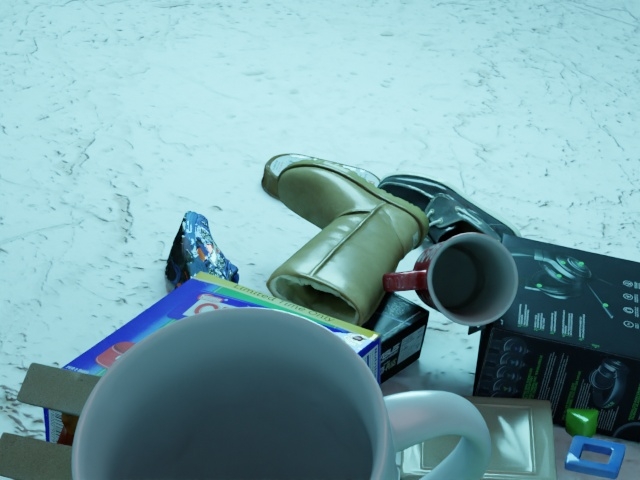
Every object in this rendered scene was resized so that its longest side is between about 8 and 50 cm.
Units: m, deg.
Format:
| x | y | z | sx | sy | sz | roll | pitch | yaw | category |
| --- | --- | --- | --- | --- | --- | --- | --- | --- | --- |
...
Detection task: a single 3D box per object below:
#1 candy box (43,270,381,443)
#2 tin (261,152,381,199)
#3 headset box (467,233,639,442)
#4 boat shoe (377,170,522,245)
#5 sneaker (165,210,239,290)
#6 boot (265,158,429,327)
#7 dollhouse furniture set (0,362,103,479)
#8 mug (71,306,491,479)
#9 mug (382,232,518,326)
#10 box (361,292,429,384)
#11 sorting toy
| x | y | z | sx | sy | sz | roll | pitch | yaw | category |
| --- | --- | --- | --- | --- | --- | --- | --- | --- | --- |
| -0.117 | 0.178 | 1.832 | 0.268 | 0.122 | 0.317 | 17 | 28 | 25 | candy box |
| 0.004 | -0.085 | 2.417 | 0.190 | 0.040 | 0.106 | 13 | 35 | 4 | tin |
| 0.335 | 0.125 | 2.074 | 0.283 | 0.131 | 0.246 | 12 | 31 | 2 | headset box |
| 0.179 | -0.030 | 2.327 | 0.233 | 0.084 | 0.079 | 29 | 39 | 17 | boat shoe |
| -0.154 | 0.042 | 2.128 | 0.087 | 0.083 | 0.221 | 15 | 33 | -20 | sneaker |
| 0.000 | 0.000 | 2.072 | 0.236 | 0.089 | 0.269 | 19 | 32 | 18 | boot |
| -0.265 | 0.273 | 1.545 | 0.135 | 0.262 | 0.259 | 11 | 62 | 13 | dollhouse furniture set |
| -0.016 | 0.246 | 1.484 | 0.374 | 0.328 | 0.276 | -20 | 55 | -7 | mug |
| 0.159 | 0.039 | 2.003 | 0.150 | 0.113 | 0.169 | 25 | -3 | -6 | mug |
| 0.028 | 0.122 | 2.036 | 0.147 | 0.077 | 0.180 | 28 | 34 | 28 | box |
| 0.185 | 0.248 | 1.896 | 0.348 | 0.047 | 0.196 | 3 | 26 | 4 | sorting toy |
